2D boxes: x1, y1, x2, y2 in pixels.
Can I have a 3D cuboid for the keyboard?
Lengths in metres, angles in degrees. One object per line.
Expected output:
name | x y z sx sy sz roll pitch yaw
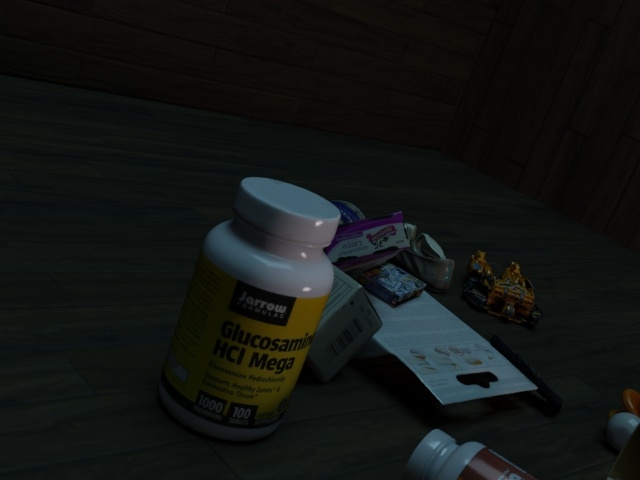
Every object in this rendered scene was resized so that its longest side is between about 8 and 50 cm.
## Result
keyboard | 0.396 0.256 1.596 0.180 0.023 0.108 45 -6 26

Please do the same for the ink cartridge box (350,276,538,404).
ink cartridge box | 0.175 0.202 1.562 0.308 0.091 0.385 3 30 -45

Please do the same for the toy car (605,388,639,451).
toy car | 0.631 0.341 1.526 0.182 0.136 0.159 30 19 30

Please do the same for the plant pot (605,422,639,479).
plant pot | 0.578 0.388 1.211 0.254 0.237 0.237 33 20 14

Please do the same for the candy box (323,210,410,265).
candy box | 0.059 0.014 1.551 0.159 0.071 0.233 -12 -7 -10

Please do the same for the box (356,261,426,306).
box | 0.143 0.086 1.648 0.094 0.027 0.137 33 21 22

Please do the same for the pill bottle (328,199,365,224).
pill bottle | 0.000 0.000 1.843 0.153 0.153 0.265 25 18 15

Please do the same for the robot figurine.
robot figurine | 0.462 0.120 2.106 0.211 0.085 0.291 18 17 -4

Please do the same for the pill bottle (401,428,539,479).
pill bottle | 0.220 0.344 1.082 0.216 0.121 0.121 29 19 28

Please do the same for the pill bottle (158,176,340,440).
pill bottle | -0.093 0.091 1.141 0.188 0.333 0.188 18 17 -6

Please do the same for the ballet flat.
ballet flat | 0.234 0.019 2.125 0.108 0.106 0.316 4 23 -43

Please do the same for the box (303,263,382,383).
box | -0.033 0.107 1.416 0.232 0.148 0.126 36 -16 41
